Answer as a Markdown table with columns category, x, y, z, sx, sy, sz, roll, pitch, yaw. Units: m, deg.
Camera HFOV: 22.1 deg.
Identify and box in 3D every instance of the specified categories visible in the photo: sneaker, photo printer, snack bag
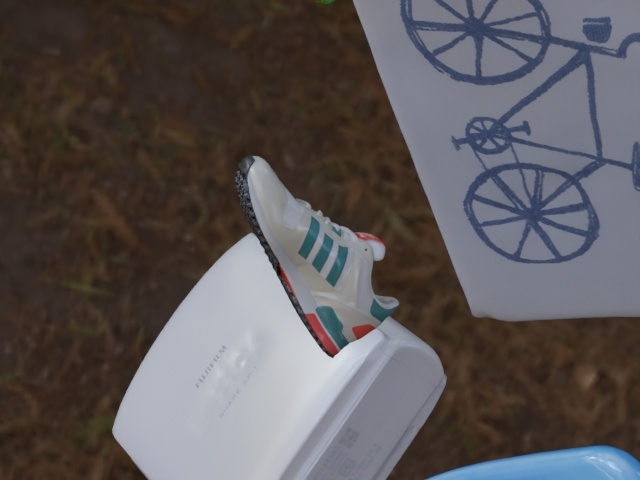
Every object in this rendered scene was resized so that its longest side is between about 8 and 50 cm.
| category | x | y | z | sx | sy | sz | roll | pitch | yaw |
| --- | --- | --- | --- | --- | --- | --- | --- | --- | --- |
| sneaker | 0.000 | 0.000 | 1.137 | 0.075 | 0.161 | 0.057 | -28 | 22 | -4 |
| photo printer | -0.054 | 0.139 | 1.465 | 0.107 | 0.256 | 0.307 | 35 | 1 | -36 |
| snack bag | 0.207 | -0.071 | 0.956 | 0.342 | 0.323 | 0.037 | -2 | 44 | 24 |

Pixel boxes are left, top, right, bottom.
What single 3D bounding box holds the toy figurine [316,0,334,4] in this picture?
| category | x | y | z | sx | sy | sz | roll | pitch | yaw |
| --- | --- | --- | --- | --- | --- | --- | --- | --- | --- |
| toy figurine | 0.059 | -0.200 | 0.794 | 0.159 | 0.173 | 0.130 | -9 | 76 | 13 |

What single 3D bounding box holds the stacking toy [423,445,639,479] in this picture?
| category | x | y | z | sx | sy | sz | roll | pitch | yaw |
| --- | --- | --- | --- | --- | --- | --- | --- | --- | --- |
| stacking toy | 0.001 | 0.194 | 0.620 | 0.302 | 0.166 | 0.175 | -9 | 81 | -40 |
